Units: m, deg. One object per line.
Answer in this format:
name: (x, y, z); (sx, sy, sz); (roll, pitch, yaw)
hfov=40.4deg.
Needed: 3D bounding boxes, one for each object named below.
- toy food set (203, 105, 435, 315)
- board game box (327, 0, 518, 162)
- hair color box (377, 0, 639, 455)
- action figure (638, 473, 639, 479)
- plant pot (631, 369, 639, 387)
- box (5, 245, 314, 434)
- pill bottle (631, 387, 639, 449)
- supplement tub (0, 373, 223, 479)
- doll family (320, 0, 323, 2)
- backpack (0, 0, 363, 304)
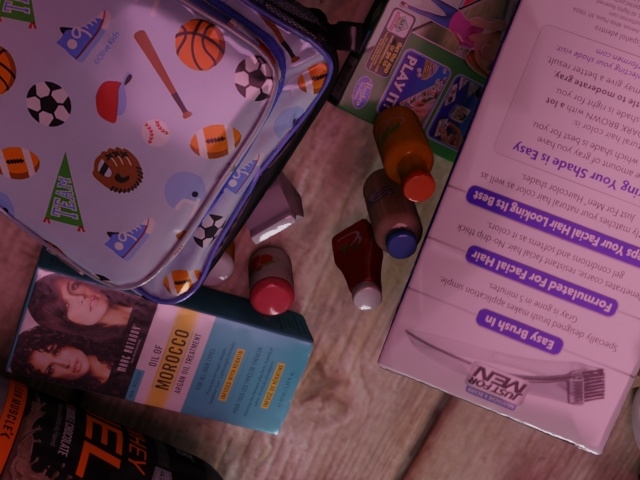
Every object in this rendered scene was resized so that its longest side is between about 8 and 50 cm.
toy food set: (0.000, 0.000, 0.713); (0.232, 0.105, 0.111); (-29, 122, 12)
board game box: (0.171, -0.214, 0.727); (0.213, 0.046, 0.317); (23, 103, -17)
hair color box: (0.191, -0.031, 0.676); (0.185, 0.110, 0.339); (22, 100, 5)
action figure: (0.343, 0.326, 0.906); (0.275, 0.141, 0.164); (-23, 101, -1)
plant pot: (0.292, 0.050, 0.812); (0.237, 0.110, 0.238); (-4, 109, -11)
box: (-0.137, 0.089, 0.762); (0.244, 0.060, 0.101); (17, 105, -17)
pill bottle: (0.418, 0.183, 0.892); (0.169, 0.094, 0.094); (-2, 110, -12)
supplement tub: (-0.219, 0.246, 0.722); (0.338, 0.207, 0.207); (29, 101, -20)
doll family: (0.024, -0.278, 0.659); (0.111, 0.076, 0.193); (-20, 109, 1)
backpack: (-0.148, -0.108, 0.612); (0.263, 0.213, 0.277); (34, 100, -1)
